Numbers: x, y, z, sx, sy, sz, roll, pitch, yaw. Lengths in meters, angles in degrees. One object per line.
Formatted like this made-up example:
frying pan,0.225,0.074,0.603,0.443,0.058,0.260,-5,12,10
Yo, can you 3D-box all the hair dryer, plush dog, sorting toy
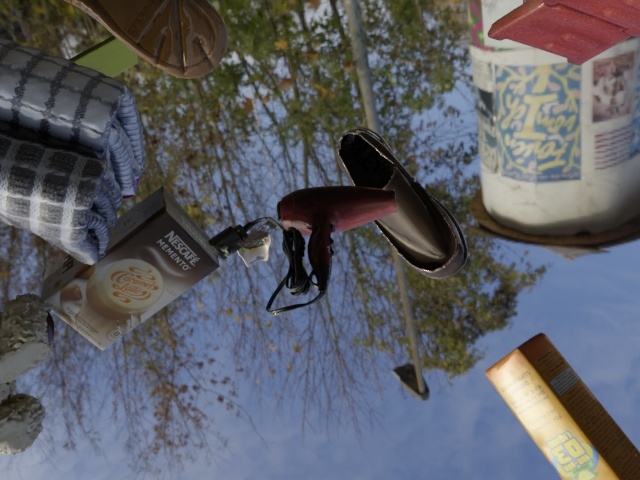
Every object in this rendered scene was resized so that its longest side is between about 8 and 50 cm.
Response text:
hair dryer,0.000,0.000,0.906,0.294,0.080,0.224,-35,-131,-22
plush dog,-0.518,0.167,0.859,0.211,0.262,0.225,-3,-151,-38
sorting toy,-0.154,0.023,1.382,0.083,0.075,0.045,-20,-154,-15

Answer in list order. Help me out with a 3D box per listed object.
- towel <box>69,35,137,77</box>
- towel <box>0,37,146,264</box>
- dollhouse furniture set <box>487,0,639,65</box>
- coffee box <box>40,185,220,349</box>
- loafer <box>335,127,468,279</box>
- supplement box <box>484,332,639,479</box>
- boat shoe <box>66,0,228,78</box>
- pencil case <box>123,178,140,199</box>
towel,-0.458,-0.334,1.171,0.021,0.102,0.237,40,-121,9
towel,-0.265,-0.066,0.449,0.235,0.121,0.284,14,172,-14
dollhouse furniture set,0.135,-0.315,0.501,0.374,0.201,0.152,12,171,-19
coffee box,-0.312,0.046,0.985,0.247,0.141,0.098,-36,-147,4
loafer,0.137,-0.074,1.159,0.134,0.366,0.130,-44,162,16
supplement box,0.329,0.244,0.788,0.080,0.078,0.233,-17,-117,-43
boat shoe,-0.239,-0.315,0.618,0.123,0.342,0.123,-42,-149,23
pencil case,-0.320,-0.109,0.929,0.065,0.070,0.152,-17,-161,-19
